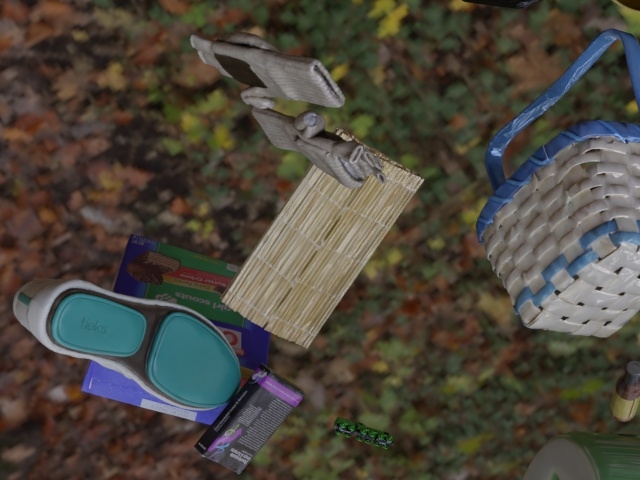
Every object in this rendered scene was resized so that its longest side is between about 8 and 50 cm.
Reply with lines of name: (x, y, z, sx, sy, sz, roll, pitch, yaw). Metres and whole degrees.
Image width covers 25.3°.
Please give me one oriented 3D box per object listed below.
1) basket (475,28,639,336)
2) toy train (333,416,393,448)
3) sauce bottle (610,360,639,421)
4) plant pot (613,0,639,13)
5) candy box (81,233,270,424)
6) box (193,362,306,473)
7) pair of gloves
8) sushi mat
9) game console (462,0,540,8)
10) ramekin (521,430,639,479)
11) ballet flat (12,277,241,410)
basket: (0.285, -0.053, 1.563, 0.201, 0.288, 0.255, 6, 147, -30)
toy train: (0.055, 0.243, 1.812, 0.083, 0.023, 0.017, 19, 119, -19)
sauce bottle: (0.461, 0.223, 2.131, 0.042, 0.042, 0.128, -27, 147, -20)
plant pot: (0.393, -0.337, 1.715, 0.134, 0.134, 0.095, -36, -179, 9)
candy box: (-0.222, 0.147, 2.324, 0.317, 0.268, 0.122, -86, -166, -58)
box: (-0.105, 0.269, 2.139, 0.162, 0.029, 0.116, -51, 145, -2)
pair of gloves: (-0.034, -0.147, 1.652, 0.042, 0.204, 0.240, -53, 142, -15)
sushi mat: (0.000, 0.000, 2.064, 0.316, 0.151, 0.019, -55, -165, 14)
game console: (0.230, -0.323, 1.662, 0.107, 0.071, 0.122, -26, -156, -23)
ramekin: (0.343, 0.372, 1.716, 0.148, 0.303, 0.303, 10, 147, -15)
ballet flat: (-0.272, 0.134, 2.018, 0.139, 0.139, 0.400, -39, 142, 19)
